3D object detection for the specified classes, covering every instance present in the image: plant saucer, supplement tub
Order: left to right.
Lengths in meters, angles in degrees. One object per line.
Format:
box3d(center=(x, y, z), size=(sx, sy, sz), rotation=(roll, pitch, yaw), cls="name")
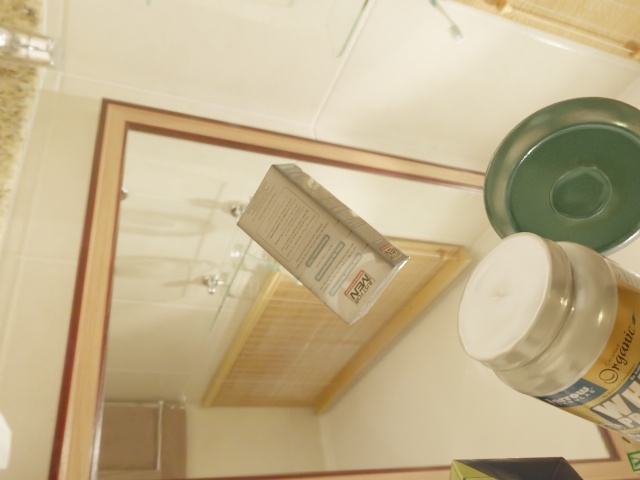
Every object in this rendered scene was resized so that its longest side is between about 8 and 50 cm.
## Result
box3d(center=(0.452, -0.088, 0.967), size=(0.043, 0.318, 0.317), rotation=(-73, -178, -62), cls="plant saucer")
box3d(center=(0.244, 0.087, 0.504), size=(0.144, 0.200, 0.144), rotation=(-58, -164, 28), cls="supplement tub")

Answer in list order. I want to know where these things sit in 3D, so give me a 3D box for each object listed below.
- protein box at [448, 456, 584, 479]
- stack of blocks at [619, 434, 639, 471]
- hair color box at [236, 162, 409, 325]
box3d(center=(0.306, 0.465, 0.854), size=(0.136, 0.200, 0.201), rotation=(-120, -146, -72), cls="protein box")
box3d(center=(0.781, 0.417, 1.380), size=(0.171, 0.087, 0.297), rotation=(-31, -127, 33), cls="stack of blocks")
box3d(center=(0.000, 0.000, 1.302), size=(0.374, 0.114, 0.185), rotation=(41, -66, 16), cls="hair color box")
